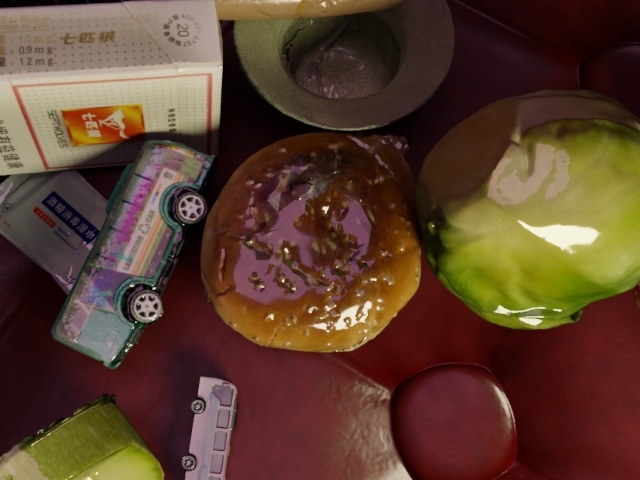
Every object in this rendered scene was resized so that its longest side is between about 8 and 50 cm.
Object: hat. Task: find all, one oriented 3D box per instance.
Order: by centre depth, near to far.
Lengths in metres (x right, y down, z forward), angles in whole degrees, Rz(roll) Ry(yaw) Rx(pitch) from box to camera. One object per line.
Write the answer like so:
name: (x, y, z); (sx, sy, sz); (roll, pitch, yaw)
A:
hat: (0.023, -0.217, 0.977); (0.257, 0.130, 0.257); (2, 70, -4)

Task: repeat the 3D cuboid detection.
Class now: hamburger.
hamburger: (0.000, 0.000, 0.907); (0.243, 0.146, 0.286); (45, 75, 5)

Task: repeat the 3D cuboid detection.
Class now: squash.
squash: (-0.258, 0.254, 0.772); (0.220, 0.220, 0.133); (-36, 74, -12)

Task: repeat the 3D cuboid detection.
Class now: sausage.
sausage: (-0.054, -0.277, 0.890); (0.301, 0.066, 0.065); (-3, 72, -6)

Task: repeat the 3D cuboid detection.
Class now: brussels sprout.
brussels sprout: (0.229, -0.034, 0.847); (0.259, 0.294, 0.227); (-32, 48, 26)

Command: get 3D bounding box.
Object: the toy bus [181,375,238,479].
toy bus: (-0.121, 0.216, 0.882); (0.052, 0.037, 0.130); (7, 73, -2)

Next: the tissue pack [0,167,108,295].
tissue pack: (-0.300, -0.016, 0.956); (0.193, 0.026, 0.122); (39, 74, 8)

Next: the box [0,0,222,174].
box: (-0.276, -0.161, 0.892); (0.330, 0.210, 0.095); (-5, 70, -10)

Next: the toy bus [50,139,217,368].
toy bus: (-0.201, 0.013, 0.905); (0.109, 0.091, 0.261); (24, 76, -3)

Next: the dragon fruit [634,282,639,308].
dragon fruit: (0.447, 0.081, 0.909); (0.246, 0.125, 0.125); (46, 62, -4)

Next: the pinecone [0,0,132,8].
pinecone: (-0.316, -0.298, 0.956); (0.309, 0.244, 0.244); (-32, 75, 5)
